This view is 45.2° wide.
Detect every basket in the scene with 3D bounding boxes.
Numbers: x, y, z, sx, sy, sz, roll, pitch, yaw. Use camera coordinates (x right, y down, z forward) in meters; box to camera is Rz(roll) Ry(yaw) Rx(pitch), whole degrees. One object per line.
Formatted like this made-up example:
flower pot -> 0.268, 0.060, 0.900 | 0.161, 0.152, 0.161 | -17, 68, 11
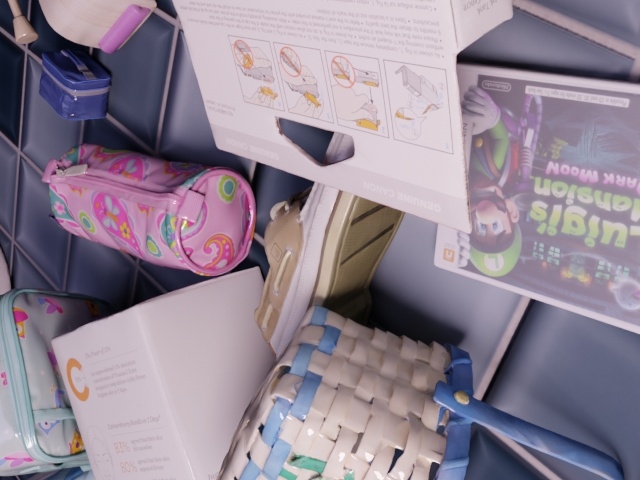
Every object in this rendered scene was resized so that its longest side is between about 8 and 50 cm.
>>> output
basket -> 0.065, 0.211, 0.647 | 0.288, 0.201, 0.255 | 23, 124, -5

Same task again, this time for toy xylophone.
toy xylophone -> -0.320, -0.378, 0.927 | 0.236, 0.081, 0.323 | -14, 91, 46

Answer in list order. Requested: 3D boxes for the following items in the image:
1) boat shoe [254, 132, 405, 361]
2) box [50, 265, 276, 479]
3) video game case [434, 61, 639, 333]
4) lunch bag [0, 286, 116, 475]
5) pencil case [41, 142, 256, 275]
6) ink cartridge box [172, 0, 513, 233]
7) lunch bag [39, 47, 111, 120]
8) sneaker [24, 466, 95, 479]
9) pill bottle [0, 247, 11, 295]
boat shoe -> 0.000, 0.000, 0.698 | 0.103, 0.113, 0.302 | 33, 124, 27
box -> -0.134, 0.231, 0.858 | 0.215, 0.168, 0.346 | -21, 87, 46
video game case -> 0.174, -0.037, 0.580 | 0.190, 0.022, 0.173 | 19, 115, 40
lunch bag -> -0.329, 0.181, 0.970 | 0.107, 0.279, 0.224 | -20, 76, 10
pencil case -> -0.202, -0.042, 0.880 | 0.284, 0.124, 0.124 | 15, 112, 40
ink cartridge box -> -0.004, -0.165, 0.552 | 0.296, 0.066, 0.261 | 23, 139, 42
lunch bag -> -0.314, -0.205, 0.981 | 0.098, 0.067, 0.065 | 41, 128, 30
sneaker -> -0.340, 0.374, 1.010 | 0.208, 0.319, 0.127 | -12, 106, 38
pill bottle -> -0.697, 0.085, 1.264 | 0.176, 0.318, 0.176 | 14, 110, 42
